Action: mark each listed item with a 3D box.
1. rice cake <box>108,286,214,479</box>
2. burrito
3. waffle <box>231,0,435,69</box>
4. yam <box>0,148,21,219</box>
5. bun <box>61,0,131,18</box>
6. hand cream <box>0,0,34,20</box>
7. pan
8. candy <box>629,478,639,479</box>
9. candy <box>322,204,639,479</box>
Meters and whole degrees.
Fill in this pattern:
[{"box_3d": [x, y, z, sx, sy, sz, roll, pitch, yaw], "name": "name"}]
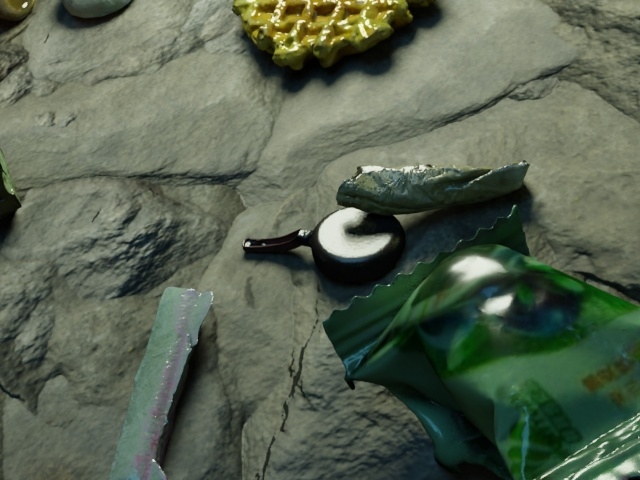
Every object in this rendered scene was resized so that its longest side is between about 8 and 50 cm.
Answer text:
[{"box_3d": [-0.173, 0.171, 1.633, 0.081, 0.051, 0.290, -11, 45, 25], "name": "rice cake"}, {"box_3d": [0.132, -0.068, 1.718, 0.229, 0.058, 0.063, -8, 45, 5], "name": "burrito"}, {"box_3d": [0.027, -0.361, 2.057, 0.302, 0.068, 0.325, -29, 46, -6], "name": "waffle"}, {"box_3d": [-0.558, -0.067, 1.941, 0.304, 0.168, 0.168, -19, 44, 2], "name": "yam"}, {"box_3d": [-0.344, -0.409, 2.242, 0.140, 0.083, 0.141, -9, 46, 10], "name": "bun"}, {"box_3d": [-0.551, -0.397, 2.324, 0.203, 0.084, 0.084, 10, 52, 36], "name": "hand cream"}, {"box_3d": [-0.001, -0.002, 1.740, 0.212, 0.040, 0.115, 3, 44, 24], "name": "pan"}, {"box_3d": [0.414, 0.155, 1.392, 0.331, 0.077, 0.187, -41, 44, -16], "name": "candy"}, {"box_3d": [0.215, 0.122, 1.410, 0.263, 0.172, 0.398, -36, 30, -16], "name": "candy"}]
